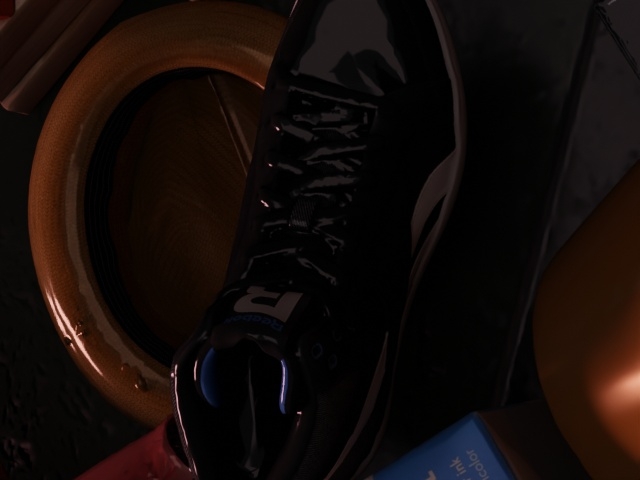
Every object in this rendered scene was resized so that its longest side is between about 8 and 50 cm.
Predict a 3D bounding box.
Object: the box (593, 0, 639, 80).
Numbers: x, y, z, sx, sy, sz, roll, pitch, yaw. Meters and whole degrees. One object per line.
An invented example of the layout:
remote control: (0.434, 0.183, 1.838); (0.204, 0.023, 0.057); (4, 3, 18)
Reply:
box: (0.165, -0.092, 0.632); (0.083, 0.018, 0.067); (-33, 75, 17)

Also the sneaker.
sneaker: (0.000, 0.000, 0.557); (0.079, 0.121, 0.217); (9, 97, 14)

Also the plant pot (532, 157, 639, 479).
plant pot: (0.179, 0.015, 0.521); (0.188, 0.205, 0.205); (-38, 71, 48)

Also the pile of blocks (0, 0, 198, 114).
pile of blocks: (-0.065, -0.183, 0.684); (0.362, 0.112, 0.149); (-21, 79, 20)

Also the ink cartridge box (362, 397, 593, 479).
ink cartridge box: (0.005, 0.154, 0.620); (0.231, 0.134, 0.078); (-34, 76, 17)

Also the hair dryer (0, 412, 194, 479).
hair dryer: (-0.163, 0.117, 0.686); (0.293, 0.080, 0.224); (-4, 99, 30)

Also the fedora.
fedora: (-0.036, -0.008, 0.677); (0.194, 0.079, 0.194); (2, 96, 20)
